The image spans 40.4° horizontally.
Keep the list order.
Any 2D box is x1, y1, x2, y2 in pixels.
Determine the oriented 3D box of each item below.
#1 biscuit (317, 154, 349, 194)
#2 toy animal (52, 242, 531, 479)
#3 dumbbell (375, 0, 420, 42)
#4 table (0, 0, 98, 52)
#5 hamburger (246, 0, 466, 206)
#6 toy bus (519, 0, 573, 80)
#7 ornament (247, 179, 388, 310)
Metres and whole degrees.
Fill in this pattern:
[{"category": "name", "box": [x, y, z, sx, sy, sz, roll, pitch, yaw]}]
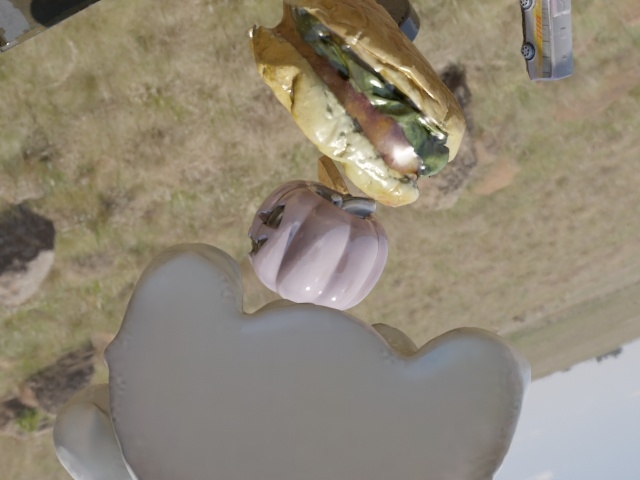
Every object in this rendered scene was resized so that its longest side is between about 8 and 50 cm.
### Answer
[{"category": "biscuit", "box": [0.040, -0.060, 1.630, 0.029, 0.221, 0.142, -23, -153, -10]}, {"category": "toy animal", "box": [-0.013, 0.147, 0.535, 0.271, 0.206, 0.265, 16, 155, 7]}, {"category": "dumbbell", "box": [0.074, -0.449, 1.629, 0.152, 0.153, 0.218, -27, 132, 22]}, {"category": "table", "box": [-0.183, -0.179, 0.519, 0.083, 0.070, 0.082, -27, 150, 0]}, {"category": "hamburger", "box": [0.078, -0.157, 1.068, 0.162, 0.209, 0.330, -40, 141, 12]}, {"category": "toy bus", "box": [0.348, -0.333, 1.334, 0.057, 0.172, 0.072, -19, -158, -30]}, {"category": "ornament", "box": [0.000, 0.000, 1.105, 0.177, 0.178, 0.177, -21, 168, -5]}]
